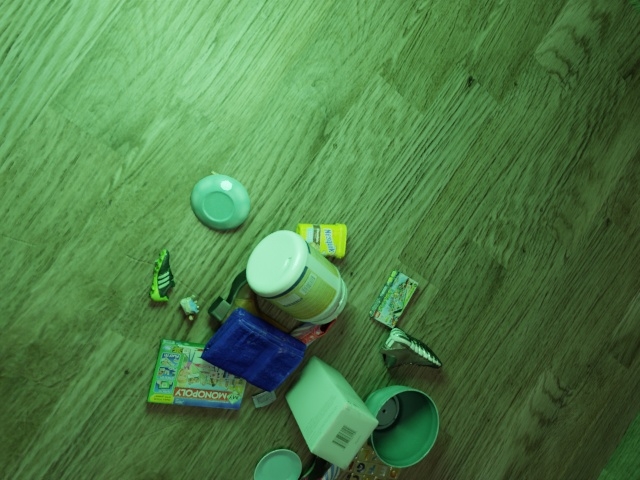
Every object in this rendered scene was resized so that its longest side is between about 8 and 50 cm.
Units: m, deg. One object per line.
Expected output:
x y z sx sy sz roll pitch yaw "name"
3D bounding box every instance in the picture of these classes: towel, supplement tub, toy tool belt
-0.221 0.386 1.527 0.308 0.076 0.227 36 95 -26 "towel"
-0.068 0.134 1.484 0.228 0.228 0.316 -51 134 -5 "supplement tub"
-0.434 0.227 1.507 0.051 0.052 0.083 -23 107 -5 "toy tool belt"

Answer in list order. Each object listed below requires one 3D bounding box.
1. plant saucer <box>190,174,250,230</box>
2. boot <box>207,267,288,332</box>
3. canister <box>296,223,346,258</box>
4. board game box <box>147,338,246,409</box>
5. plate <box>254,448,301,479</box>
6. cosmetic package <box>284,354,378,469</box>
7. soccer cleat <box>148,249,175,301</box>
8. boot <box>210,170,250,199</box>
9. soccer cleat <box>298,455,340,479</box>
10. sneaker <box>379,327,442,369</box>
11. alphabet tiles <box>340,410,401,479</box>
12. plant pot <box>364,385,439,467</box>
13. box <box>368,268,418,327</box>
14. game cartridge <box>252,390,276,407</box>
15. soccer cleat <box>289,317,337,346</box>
-0.329 -0.116 1.454 0.195 0.037 0.194 0 114 0 "plant saucer"
-0.207 0.247 1.569 0.280 0.096 0.264 46 75 -24 "boot"
0.000 0.000 1.606 0.170 0.073 0.126 1 99 -18 "canister"
-0.415 0.469 1.559 0.318 0.046 0.213 13 94 -21 "board game box"
-0.165 0.890 1.729 0.188 0.024 0.187 -3 101 -18 "plate"
0.023 0.580 1.557 0.155 0.365 0.196 37 89 -19 "cosmetic package"
-0.510 0.116 1.463 0.073 0.060 0.178 10 103 -30 "soccer cleat"
-0.317 -0.158 1.479 0.084 0.059 0.158 -45 111 -2 "boot"
0.002 0.933 1.742 0.143 0.116 0.331 36 87 -43 "soccer cleat"
0.350 0.476 1.809 0.281 0.106 0.162 35 101 -20 "sneaker"
0.247 0.883 1.877 0.285 0.011 0.342 21 92 -21 "alphabet tiles"
0.285 0.697 1.751 0.294 0.196 0.292 -1 92 -21 "plant pot"
0.288 0.231 1.764 0.114 0.036 0.206 30 89 -21 "box"
-0.209 0.588 1.666 0.084 0.017 0.055 -18 101 -15 "game cartridge"
-0.040 0.343 1.639 0.248 0.095 0.083 -43 110 -8 "soccer cleat"
